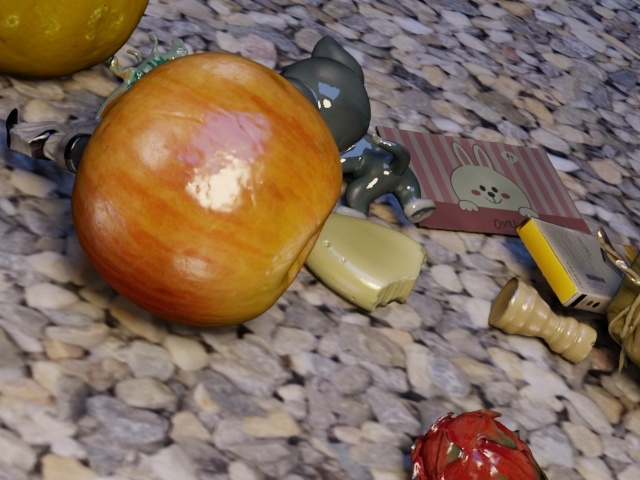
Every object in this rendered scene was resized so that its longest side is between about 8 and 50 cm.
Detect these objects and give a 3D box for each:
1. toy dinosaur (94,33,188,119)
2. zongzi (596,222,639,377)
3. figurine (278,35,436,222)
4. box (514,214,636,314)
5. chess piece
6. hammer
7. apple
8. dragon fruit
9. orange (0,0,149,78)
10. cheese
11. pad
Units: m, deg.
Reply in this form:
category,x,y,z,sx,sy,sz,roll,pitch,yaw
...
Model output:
category,x,y,z,sx,sy,sz,roll,pitch,yaw
toy dinosaur,-0.224,-0.197,1.322,0.106,0.044,0.187,22,48,-26
zongzi,0.521,0.048,1.387,0.499,0.218,0.467,18,25,-11
figurine,0.027,-0.121,1.302,0.265,0.140,0.193,42,48,22
box,0.363,0.044,1.361,0.247,0.033,0.129,14,39,-42
chess piece,0.273,0.101,1.267,0.122,0.066,0.066,28,40,-5
hammer,-0.184,-0.148,1.250,0.152,0.044,0.427,18,24,35
apple,-0.109,-0.047,1.055,0.233,0.286,0.286,33,41,7
dragon fruit,0.157,0.235,1.034,0.142,0.130,0.121,15,9,-13
orange,-0.337,-0.330,1.240,0.279,0.235,0.279,12,50,-15
cheese,0.000,0.000,1.232,0.255,0.050,0.127,25,42,-1
pad,0.235,-0.080,1.470,0.299,0.005,0.202,5,45,-26
